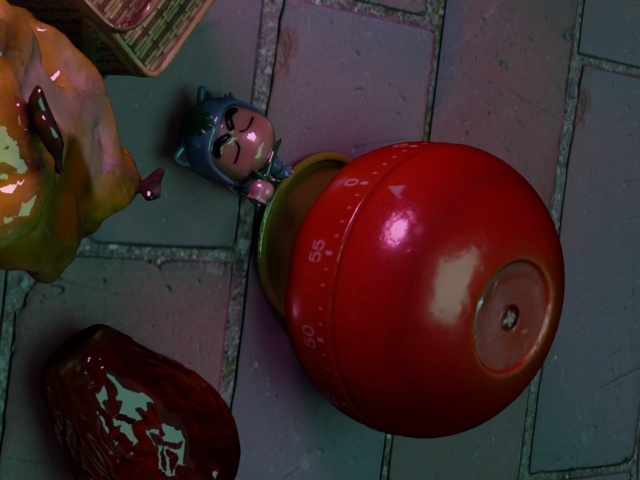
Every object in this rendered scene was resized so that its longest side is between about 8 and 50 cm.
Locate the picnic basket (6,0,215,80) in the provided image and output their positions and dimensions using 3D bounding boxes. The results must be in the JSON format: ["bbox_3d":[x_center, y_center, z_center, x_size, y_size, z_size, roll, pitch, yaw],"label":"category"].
[{"bbox_3d":[-0.234,-0.335,1.564,0.228,0.175,0.313,-57,132,-24],"label":"picnic basket"}]

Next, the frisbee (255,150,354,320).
[{"bbox_3d":[0.000,0.000,1.986,0.236,0.017,0.236,-10,104,-46],"label":"frisbee"}]

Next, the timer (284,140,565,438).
[{"bbox_3d":[0.138,0.063,1.932,0.378,0.279,0.378,-14,110,-44],"label":"timer"}]

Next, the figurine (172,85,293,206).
[{"bbox_3d":[-0.084,-0.099,1.796,0.114,0.144,0.178,-58,145,-7],"label":"figurine"}]

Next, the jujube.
[{"bbox_3d":[-0.205,0.209,1.710,0.255,0.190,0.190,51,60,-19],"label":"jujube"}]

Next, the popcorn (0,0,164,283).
[{"bbox_3d":[-0.325,-0.083,1.468,0.316,0.281,0.297,67,19,-48],"label":"popcorn"}]
